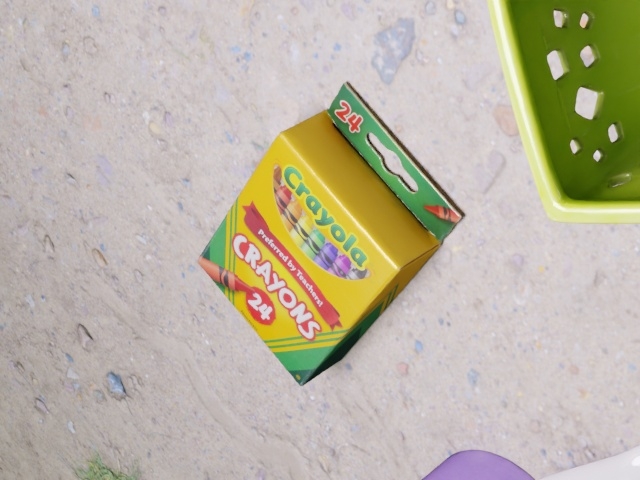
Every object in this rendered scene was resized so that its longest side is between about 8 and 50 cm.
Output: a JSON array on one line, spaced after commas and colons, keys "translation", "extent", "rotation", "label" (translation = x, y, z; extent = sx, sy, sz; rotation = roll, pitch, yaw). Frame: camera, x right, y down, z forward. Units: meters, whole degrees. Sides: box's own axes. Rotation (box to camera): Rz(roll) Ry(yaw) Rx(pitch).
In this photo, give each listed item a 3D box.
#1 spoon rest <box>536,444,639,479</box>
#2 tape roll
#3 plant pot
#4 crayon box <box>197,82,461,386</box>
[{"translation": [0.291, 0.269, 1.383], "extent": [0.137, 0.084, 0.276], "rotation": [46, 129, 6], "label": "spoon rest"}, {"translation": [0.182, 0.338, 1.560], "extent": [0.189, 0.080, 0.189], "rotation": [24, 129, 33], "label": "tape roll"}, {"translation": [0.290, -0.154, 1.050], "extent": [0.228, 0.207, 0.227], "rotation": [0, 113, 46], "label": "plant pot"}, {"translation": [0.000, 0.000, 1.538], "extent": [0.202, 0.081, 0.318], "rotation": [49, 138, 12], "label": "crayon box"}]
